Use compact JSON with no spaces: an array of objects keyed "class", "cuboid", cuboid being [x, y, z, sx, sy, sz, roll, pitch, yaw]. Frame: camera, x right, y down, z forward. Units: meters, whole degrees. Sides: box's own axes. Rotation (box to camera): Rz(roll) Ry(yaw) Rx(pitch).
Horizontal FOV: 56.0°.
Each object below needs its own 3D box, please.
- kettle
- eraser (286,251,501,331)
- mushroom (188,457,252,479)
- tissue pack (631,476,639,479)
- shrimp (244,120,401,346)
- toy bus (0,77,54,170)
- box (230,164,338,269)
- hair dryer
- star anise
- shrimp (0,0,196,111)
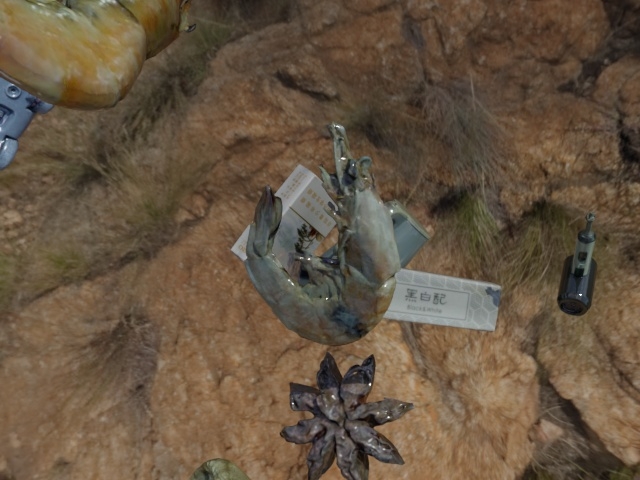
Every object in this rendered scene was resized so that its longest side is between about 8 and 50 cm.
[{"class":"kettle","cuboid":[0.097,0.024,1.266,0.243,0.210,0.160,-45,56,12]},{"class":"eraser","cuboid":[0.137,0.094,1.110,0.404,0.096,0.098,10,89,-20]},{"class":"mushroom","cuboid":[-0.250,0.666,1.567,0.190,0.267,0.164,24,42,-19]},{"class":"tissue pack","cuboid":[0.685,0.465,1.024,0.338,0.242,0.160,-44,55,48]},{"class":"shrimp","cuboid":[0.000,0.000,0.901,0.247,0.085,0.360,7,114,13]},{"class":"toy bus","cuboid":[-0.615,-0.285,1.075,0.294,0.197,0.232,-50,43,8]},{"class":"box","cuboid":[-0.062,-0.026,1.290,0.233,0.149,0.067,-51,46,-2]},{"class":"hair dryer","cuboid":[0.428,0.029,0.988,0.057,0.197,0.100,9,49,23]},{"class":"star anise","cuboid":[0.047,0.411,1.368,0.332,0.117,0.331,-8,70,22]},{"class":"shrimp","cuboid":[-0.175,-0.192,0.429,0.058,0.169,0.296,-31,24,24]}]
